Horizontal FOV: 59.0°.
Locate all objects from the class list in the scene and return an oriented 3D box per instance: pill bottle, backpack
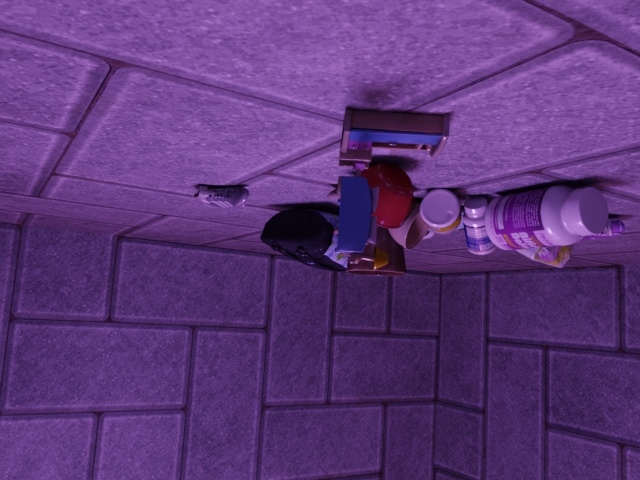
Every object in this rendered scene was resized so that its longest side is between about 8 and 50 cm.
[{"bbox_3d":[0.374,-0.082,1.740,0.118,0.117,0.208,1,172,16],"label":"pill bottle"},{"bbox_3d":[0.000,0.000,2.112,0.290,0.273,0.355,8,156,35],"label":"backpack"},{"bbox_3d":[0.492,-0.048,1.757,0.094,0.169,0.094,-13,-147,9],"label":"pill bottle"},{"bbox_3d":[0.624,-0.064,1.575,0.169,0.169,0.302,8,171,-30],"label":"pill bottle"}]

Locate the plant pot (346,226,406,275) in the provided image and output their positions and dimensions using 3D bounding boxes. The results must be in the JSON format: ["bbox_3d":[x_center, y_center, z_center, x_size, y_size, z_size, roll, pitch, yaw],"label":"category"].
[{"bbox_3d":[0.204,0.005,2.042,0.216,0.230,0.215,3,172,0],"label":"plant pot"}]

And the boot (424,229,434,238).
[{"bbox_3d":[0.388,-0.043,2.180,0.176,0.088,0.244,7,178,-35],"label":"boot"}]

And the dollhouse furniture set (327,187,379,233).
[{"bbox_3d":[0.124,-0.112,1.751,0.129,0.129,0.184,0,-159,27],"label":"dollhouse furniture set"}]

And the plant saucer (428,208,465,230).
[{"bbox_3d":[0.435,-0.079,1.962,0.195,0.037,0.195,-2,162,-1],"label":"plant saucer"}]

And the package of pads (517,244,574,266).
[{"bbox_3d":[0.691,-0.011,1.874,0.229,0.101,0.297,37,-164,37],"label":"package of pads"}]

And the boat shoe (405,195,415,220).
[{"bbox_3d":[0.191,-0.113,1.585,0.307,0.110,0.104,-15,146,-50],"label":"boat shoe"}]

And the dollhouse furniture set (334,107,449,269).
[{"bbox_3d":[0.134,-0.080,1.158,0.198,0.303,0.286,4,172,0],"label":"dollhouse furniture set"}]

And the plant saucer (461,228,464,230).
[{"bbox_3d":[0.579,-0.062,2.141,0.169,0.029,0.168,2,172,0],"label":"plant saucer"}]

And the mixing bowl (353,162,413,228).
[{"bbox_3d":[0.163,-0.128,1.411,0.182,0.181,0.098,8,135,-32],"label":"mixing bowl"}]

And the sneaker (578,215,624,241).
[{"bbox_3d":[0.909,-0.050,1.868,0.161,0.102,0.282,-6,179,32],"label":"sneaker"}]

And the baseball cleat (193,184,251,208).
[{"bbox_3d":[-0.322,-0.140,1.797,0.206,0.072,0.109,-8,161,39],"label":"baseball cleat"}]

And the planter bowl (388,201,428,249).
[{"bbox_3d":[0.280,-0.063,1.863,0.109,0.162,0.162,29,-174,29],"label":"planter bowl"}]
